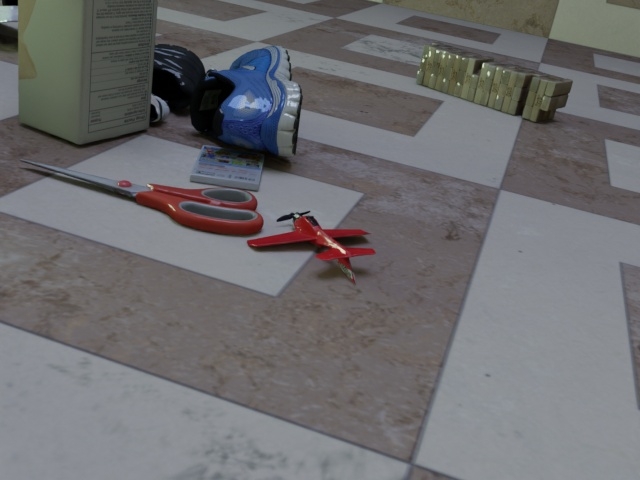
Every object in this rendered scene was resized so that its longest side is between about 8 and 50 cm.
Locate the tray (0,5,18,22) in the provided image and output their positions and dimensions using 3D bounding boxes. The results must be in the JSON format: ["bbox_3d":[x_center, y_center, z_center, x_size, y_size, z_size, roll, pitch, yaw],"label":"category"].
[{"bbox_3d":[-0.622,-0.438,1.453,0.270,0.030,0.145,11,21,33],"label":"tray"}]

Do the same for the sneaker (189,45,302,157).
[{"bbox_3d":[-0.120,-0.223,1.128,0.147,0.129,0.330,5,22,-13],"label":"sneaker"}]

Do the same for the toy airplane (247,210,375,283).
[{"bbox_3d":[0.000,0.000,0.811,0.151,0.028,0.151,7,25,-3],"label":"toy airplane"}]

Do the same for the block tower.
[{"bbox_3d":[0.365,-0.348,1.642,0.335,0.091,0.097,27,29,34],"label":"block tower"}]

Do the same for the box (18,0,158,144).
[{"bbox_3d":[-0.305,-0.298,0.996,0.121,0.311,0.148,21,25,22],"label":"box"}]

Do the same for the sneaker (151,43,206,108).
[{"bbox_3d":[-0.325,-0.268,1.183,0.286,0.109,0.130,4,31,-9],"label":"sneaker"}]

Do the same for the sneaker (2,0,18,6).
[{"bbox_3d":[-0.578,-0.509,1.641,0.232,0.081,0.090,9,26,15],"label":"sneaker"}]

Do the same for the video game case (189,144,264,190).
[{"bbox_3d":[-0.121,-0.098,0.997,0.087,0.011,0.122,8,25,-4],"label":"video game case"}]

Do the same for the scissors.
[{"bbox_3d":[-0.209,-0.054,0.854,0.297,0.021,0.109,10,26,-4],"label":"scissors"}]

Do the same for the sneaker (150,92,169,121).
[{"bbox_3d":[-0.274,-0.215,1.115,0.109,0.040,0.043,35,21,-8],"label":"sneaker"}]
